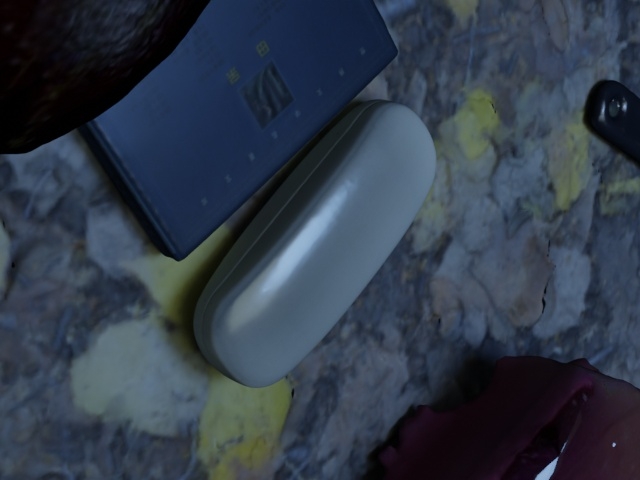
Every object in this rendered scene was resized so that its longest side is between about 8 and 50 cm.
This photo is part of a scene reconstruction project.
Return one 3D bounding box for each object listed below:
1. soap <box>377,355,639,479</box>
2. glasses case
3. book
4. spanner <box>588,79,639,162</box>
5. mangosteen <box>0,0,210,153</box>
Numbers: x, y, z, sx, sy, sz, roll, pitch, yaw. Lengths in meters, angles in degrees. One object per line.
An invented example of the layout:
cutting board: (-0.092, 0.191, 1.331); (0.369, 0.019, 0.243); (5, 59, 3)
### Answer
soap: (0.112, 0.229, 0.922); (0.325, 0.127, 0.220); (-47, 129, -22)
glasses case: (0.000, 0.000, 0.811); (0.193, 0.049, 0.074); (-51, 129, -17)
book: (-0.075, -0.147, 0.724); (0.191, 0.025, 0.269); (-45, 127, -21)
spanner: (0.300, -0.049, 1.077); (0.316, 0.024, 0.087); (29, 81, -40)
mangosteen: (-0.172, -0.134, 0.463); (0.297, 0.297, 0.313); (36, 74, -41)
